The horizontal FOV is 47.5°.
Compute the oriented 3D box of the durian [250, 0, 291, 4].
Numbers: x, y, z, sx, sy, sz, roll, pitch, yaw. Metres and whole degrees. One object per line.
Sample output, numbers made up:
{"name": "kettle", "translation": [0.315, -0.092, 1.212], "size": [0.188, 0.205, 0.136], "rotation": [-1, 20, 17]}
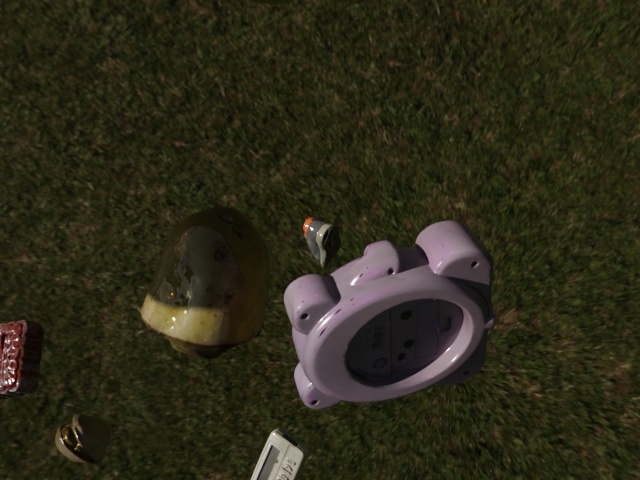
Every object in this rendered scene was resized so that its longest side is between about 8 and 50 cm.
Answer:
{"name": "durian", "translation": [-0.029, -0.370, 0.804], "size": [0.256, 0.340, 0.204], "rotation": [-24, 99, -12]}

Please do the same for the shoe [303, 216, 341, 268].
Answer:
{"name": "shoe", "translation": [0.000, 0.001, 1.759], "size": [0.077, 0.194, 0.074], "rotation": [32, 71, 14]}

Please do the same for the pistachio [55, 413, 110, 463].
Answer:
{"name": "pistachio", "translation": [-0.513, 0.430, 1.569], "size": [0.113, 0.149, 0.113], "rotation": [-2, 76, 8]}

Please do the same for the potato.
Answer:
{"name": "potato", "translation": [-0.187, 0.056, 1.280], "size": [0.243, 0.285, 0.242], "rotation": [3, 101, 16]}

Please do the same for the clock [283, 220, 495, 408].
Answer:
{"name": "clock", "translation": [0.110, 0.132, 1.148], "size": [0.322, 0.295, 0.113], "rotation": [-13, 38, -10]}

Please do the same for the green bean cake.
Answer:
{"name": "green bean cake", "translation": [-0.571, 0.218, 1.323], "size": [0.136, 0.056, 0.135], "rotation": [-15, 68, 26]}

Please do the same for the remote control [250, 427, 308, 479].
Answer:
{"name": "remote control", "translation": [-0.098, 0.508, 1.547], "size": [0.090, 0.049, 0.230], "rotation": [32, 114, 23]}
